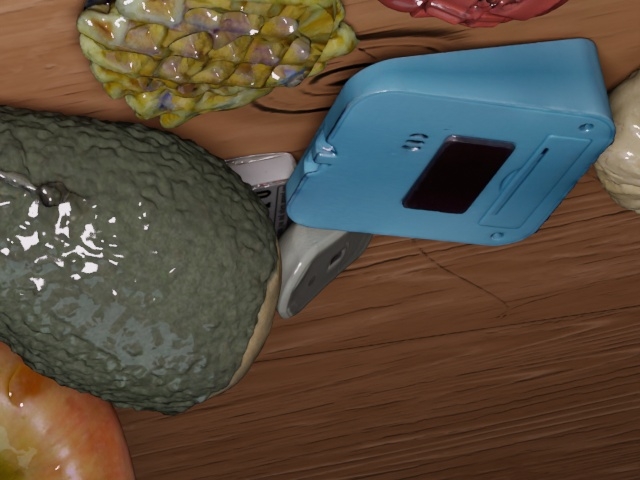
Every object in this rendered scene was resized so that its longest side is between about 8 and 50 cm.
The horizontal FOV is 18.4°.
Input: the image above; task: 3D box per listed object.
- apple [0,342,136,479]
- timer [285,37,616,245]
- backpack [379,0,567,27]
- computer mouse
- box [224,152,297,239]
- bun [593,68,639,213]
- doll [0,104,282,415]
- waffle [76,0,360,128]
[{"bbox_3d":[-0.367,0.248,1.881,0.391,0.391,0.346,-2,174,-22],"label":"apple"},{"bbox_3d":[0.107,-0.091,1.748,0.250,0.091,0.232,3,150,-21],"label":"timer"},{"bbox_3d":[0.124,-0.233,1.388,0.229,0.139,0.229,-12,152,-7],"label":"backpack"},{"bbox_3d":[0.000,0.000,1.858,0.182,0.056,0.089,-40,160,-43],"label":"computer mouse"},{"bbox_3d":[-0.082,-0.020,1.853,0.115,0.036,0.177,-11,155,-10],"label":"box"},{"bbox_3d":[0.351,-0.092,1.815,0.210,0.116,0.237,-14,153,1],"label":"bun"},{"bbox_3d":[-0.205,0.007,1.641,0.350,0.247,0.247,21,139,-34],"label":"doll"},{"bbox_3d":[-0.083,-0.158,1.548,0.204,0.054,0.223,-16,155,8],"label":"waffle"}]
